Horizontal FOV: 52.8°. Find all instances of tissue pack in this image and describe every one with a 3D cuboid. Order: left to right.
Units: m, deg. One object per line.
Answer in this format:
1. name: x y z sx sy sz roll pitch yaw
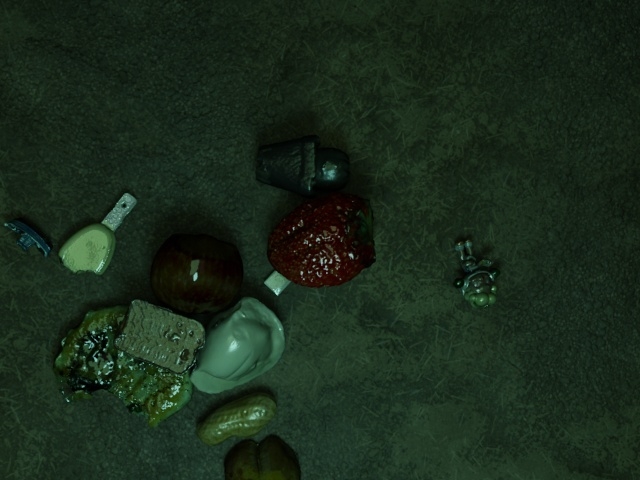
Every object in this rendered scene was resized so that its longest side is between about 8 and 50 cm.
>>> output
1. tissue pack: -0.101 0.094 1.771 0.056 0.023 0.108 43 86 -3

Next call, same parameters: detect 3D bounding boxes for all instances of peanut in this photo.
1. peanut: -0.220 0.479 1.714 0.225 0.095 0.108 -20 87 -5

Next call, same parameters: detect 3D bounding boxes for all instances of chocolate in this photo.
1. chocolate: -0.400 0.242 1.633 0.214 0.093 0.149 24 85 -4

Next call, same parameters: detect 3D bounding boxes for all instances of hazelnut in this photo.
1. hazelnut: -0.317 0.088 1.654 0.233 0.218 0.218 11 88 -4

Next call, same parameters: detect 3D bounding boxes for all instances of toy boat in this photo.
1. toy boat: -0.768 -0.005 1.690 0.137 0.060 0.061 45 64 -6

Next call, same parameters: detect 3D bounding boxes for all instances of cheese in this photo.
1. cheese: -0.578 -0.016 1.714 0.127 0.050 0.255 39 86 -3

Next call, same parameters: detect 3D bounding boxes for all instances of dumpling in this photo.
1. dumpling: -0.214 0.288 1.709 0.226 0.243 0.175 29 43 -30

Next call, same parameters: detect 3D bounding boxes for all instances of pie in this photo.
1. pie: -0.502 0.322 1.701 0.371 0.078 0.297 22 84 -5

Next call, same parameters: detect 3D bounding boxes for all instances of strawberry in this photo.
1. strawberry: 0.000 0.000 1.681 0.288 0.250 0.239 -8 90 11

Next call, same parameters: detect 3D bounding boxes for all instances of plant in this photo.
1. plant: -0.045 -0.197 1.727 0.255 0.142 0.165 2 87 -2

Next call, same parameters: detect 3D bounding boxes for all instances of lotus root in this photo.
1. lotus root: -0.154 0.626 1.680 0.199 0.180 0.188 43 89 -4

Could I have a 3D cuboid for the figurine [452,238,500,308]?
1. figurine: 0.430 0.095 1.788 0.147 0.093 0.197 -14 89 -16
